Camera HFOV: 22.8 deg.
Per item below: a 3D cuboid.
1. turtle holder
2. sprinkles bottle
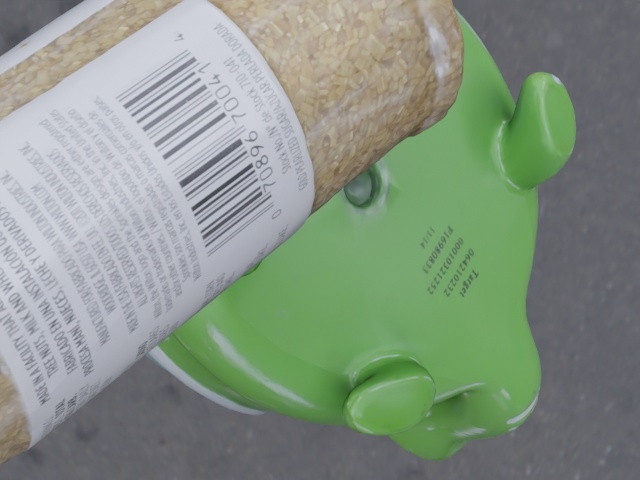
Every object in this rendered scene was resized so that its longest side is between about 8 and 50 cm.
[{"bbox_3d":[-0.001,-0.020,0.860,0.320,0.227,0.243,17,79,-35],"label":"turtle holder"},{"bbox_3d":[-0.104,0.002,0.555,0.121,0.121,0.355,42,61,17],"label":"sprinkles bottle"}]
